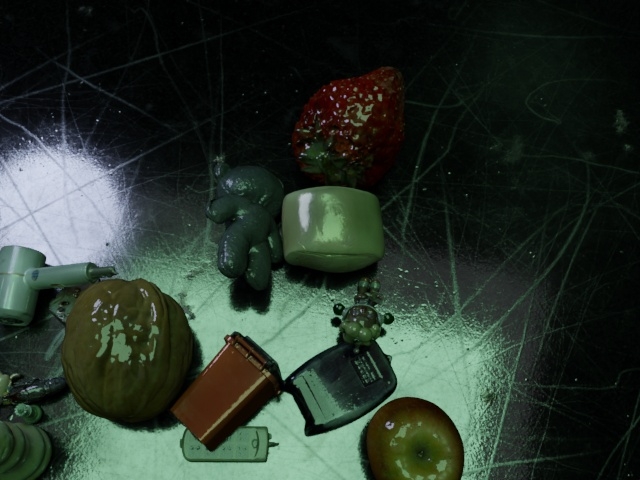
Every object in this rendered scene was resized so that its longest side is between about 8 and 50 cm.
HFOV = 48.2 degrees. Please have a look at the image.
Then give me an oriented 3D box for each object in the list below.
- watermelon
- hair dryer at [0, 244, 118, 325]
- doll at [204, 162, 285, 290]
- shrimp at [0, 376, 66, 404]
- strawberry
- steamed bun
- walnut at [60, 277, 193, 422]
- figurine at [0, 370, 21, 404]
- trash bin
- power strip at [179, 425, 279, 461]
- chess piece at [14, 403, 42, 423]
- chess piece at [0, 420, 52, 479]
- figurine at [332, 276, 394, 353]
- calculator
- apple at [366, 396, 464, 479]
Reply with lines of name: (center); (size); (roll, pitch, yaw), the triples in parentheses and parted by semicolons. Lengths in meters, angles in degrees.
watermelon: (-0.575, 0.150, 1.705); (0.139, 0.071, 0.187); (-4, 75, 7)
hair dryer: (-0.604, 0.093, 1.636); (0.357, 0.107, 0.173); (-8, 67, 25)
doll: (-0.191, -0.035, 1.732); (0.245, 0.158, 0.341); (26, 55, -36)
shrimp: (-0.660, 0.341, 1.619); (0.165, 0.065, 0.057); (-8, 94, -13)
strawberry: (0.107, -0.300, 1.794); (0.267, 0.312, 0.351); (45, 54, -7)
steamed bun: (0.032, -0.029, 1.719); (0.249, 0.155, 0.200); (0, 71, -4)
walnut: (-0.420, 0.236, 1.570); (0.276, 0.252, 0.313); (7, 74, -8)
figurine: (-0.720, 0.341, 1.637); (0.050, 0.047, 0.083); (11, 73, -9)
trash bin: (-0.207, 0.332, 1.573); (0.161, 0.184, 0.238); (39, 70, 18)
power strip: (-0.206, 0.459, 1.617); (0.226, 0.029, 0.080); (1, 69, -2)
chess piece: (-0.655, 0.381, 1.595); (0.042, 0.093, 0.042); (1, 68, -2)
chess piece: (-0.662, 0.435, 1.495); (0.133, 0.243, 0.133); (1, 68, -2)
figurine: (0.103, 0.168, 1.693); (0.147, 0.094, 0.197); (10, 58, 6)
calculator: (0.054, 0.332, 1.674); (0.268, 0.040, 0.177); (-26, 73, -17)
apple: (0.203, 0.461, 1.562); (0.210, 0.173, 0.235); (1, 78, -7)
